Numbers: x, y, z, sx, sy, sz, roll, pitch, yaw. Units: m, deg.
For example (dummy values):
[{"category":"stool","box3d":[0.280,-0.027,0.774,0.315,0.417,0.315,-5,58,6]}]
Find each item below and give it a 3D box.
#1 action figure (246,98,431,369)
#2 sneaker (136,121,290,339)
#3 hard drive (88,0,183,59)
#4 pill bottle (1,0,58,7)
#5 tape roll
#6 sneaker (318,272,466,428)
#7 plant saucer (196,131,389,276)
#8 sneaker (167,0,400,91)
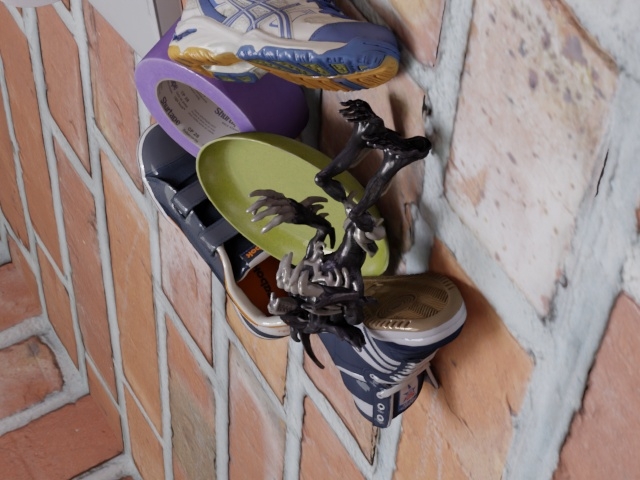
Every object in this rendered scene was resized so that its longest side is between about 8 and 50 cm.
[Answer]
[{"category":"action figure","box3d":[0.000,0.000,1.588,0.164,0.141,0.276,50,125,48]},{"category":"sneaker","box3d":[-0.110,-0.022,2.010,0.321,0.126,0.127,55,165,-3]},{"category":"hard drive","box3d":[-0.267,-0.357,2.135,0.307,0.040,0.203,47,154,43]},{"category":"pill bottle","box3d":[-0.400,-0.462,2.063,0.176,0.176,0.318,103,149,-61]},{"category":"tape roll","box3d":[-0.111,-0.161,1.799,0.189,0.080,0.189,31,157,15]},{"category":"sneaker","box3d":[0.092,0.122,1.699,0.153,0.099,0.282,63,157,-13]},{"category":"plant saucer","box3d":[-0.024,-0.043,1.754,0.241,0.037,0.241,26,153,14]},{"category":"sneaker","box3d":[-0.035,-0.225,1.586,0.296,0.131,0.112,12,172,42]}]
